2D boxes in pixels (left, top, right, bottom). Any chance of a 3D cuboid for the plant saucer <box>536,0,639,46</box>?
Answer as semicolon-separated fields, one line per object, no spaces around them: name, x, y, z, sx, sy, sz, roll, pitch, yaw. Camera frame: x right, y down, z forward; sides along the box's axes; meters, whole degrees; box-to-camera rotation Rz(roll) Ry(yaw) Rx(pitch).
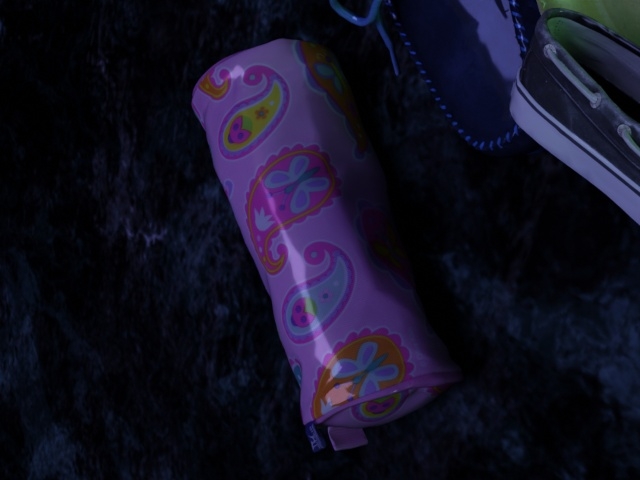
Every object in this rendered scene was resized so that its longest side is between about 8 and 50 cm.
plant saucer;0.219;-0.150;0.638;0.241;0.037;0.241;28;136;32

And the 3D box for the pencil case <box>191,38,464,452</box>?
pencil case;0.000;0.000;0.860;0.124;0.124;0.284;-33;70;41

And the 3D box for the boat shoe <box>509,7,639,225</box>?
boat shoe;0.195;-0.049;0.648;0.219;0.077;0.070;37;142;25

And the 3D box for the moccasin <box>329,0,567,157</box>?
moccasin;0.054;-0.205;0.797;0.137;0.116;0.342;-39;65;39
